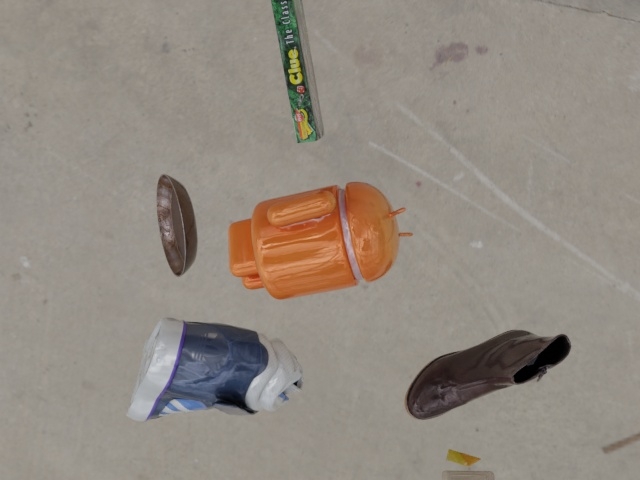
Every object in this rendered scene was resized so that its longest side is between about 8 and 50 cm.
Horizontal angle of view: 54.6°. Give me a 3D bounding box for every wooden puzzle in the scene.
[{"bbox_3d":[0.209,0.357,0.869,0.078,0.116,0.014,5,156,8],"label":"wooden puzzle"}]

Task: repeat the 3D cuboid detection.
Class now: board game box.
[{"bbox_3d":[-0.033,-0.250,0.743,0.030,0.136,0.260,-9,101,9],"label":"board game box"}]

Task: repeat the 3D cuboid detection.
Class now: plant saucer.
[{"bbox_3d":[-0.231,-0.025,1.005,0.029,0.168,0.168,-9,122,-27],"label":"plant saucer"}]

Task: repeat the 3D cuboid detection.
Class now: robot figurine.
[{"bbox_3d":[0.000,0.000,0.753,0.219,0.128,0.158,-12,114,11],"label":"robot figurine"}]

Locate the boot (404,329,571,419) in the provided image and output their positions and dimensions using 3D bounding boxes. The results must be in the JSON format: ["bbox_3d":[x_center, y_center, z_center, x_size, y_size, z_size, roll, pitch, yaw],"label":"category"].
[{"bbox_3d":[0.264,0.219,1.019,0.248,0.207,0.090,-29,85,-12],"label":"boot"}]

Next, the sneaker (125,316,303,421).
[{"bbox_3d":[-0.151,0.215,0.930,0.236,0.130,0.323,16,151,-16],"label":"sneaker"}]
